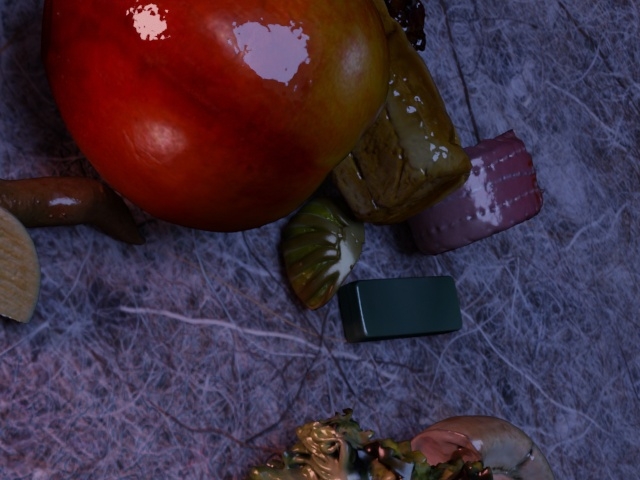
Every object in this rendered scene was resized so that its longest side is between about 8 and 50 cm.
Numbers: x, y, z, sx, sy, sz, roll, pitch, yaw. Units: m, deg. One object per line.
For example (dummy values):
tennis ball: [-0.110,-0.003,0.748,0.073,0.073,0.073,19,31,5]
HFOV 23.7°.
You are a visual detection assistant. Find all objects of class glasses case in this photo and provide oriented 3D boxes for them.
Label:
glasses case: [0.107,0.089,1.998,0.184,0.039,0.077,-2,77,-42]

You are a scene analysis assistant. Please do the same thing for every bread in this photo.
bread: [-0.370,0.007,1.589,0.193,0.036,0.112,22,89,-34]
bread: [0.065,-0.170,1.923,0.294,0.167,0.132,61,20,13]
bread: [0.000,0.000,1.916,0.094,0.083,0.157,39,54,-11]

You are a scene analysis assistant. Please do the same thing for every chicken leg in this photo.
chicken leg: [0.106,-0.355,2.139,0.089,0.048,0.219,-2,78,-45]

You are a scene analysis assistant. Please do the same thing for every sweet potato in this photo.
sweet potato: [-0.299,-0.042,1.673,0.281,0.059,0.067,7,83,-38]

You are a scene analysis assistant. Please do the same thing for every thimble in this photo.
thimble: [0.193,-0.060,2.040,0.190,0.163,0.125,-21,91,-36]

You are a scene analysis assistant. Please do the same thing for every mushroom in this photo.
mushroom: [0.228,0.336,1.919,0.189,0.195,0.253,-14,89,-47]

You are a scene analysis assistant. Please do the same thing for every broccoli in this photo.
broccoli: [0.062,0.372,1.738,0.324,0.272,0.334,49,62,-44]

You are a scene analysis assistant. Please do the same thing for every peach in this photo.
peach: [-0.125,-0.199,1.670,0.388,0.388,0.388,15,67,-37]
